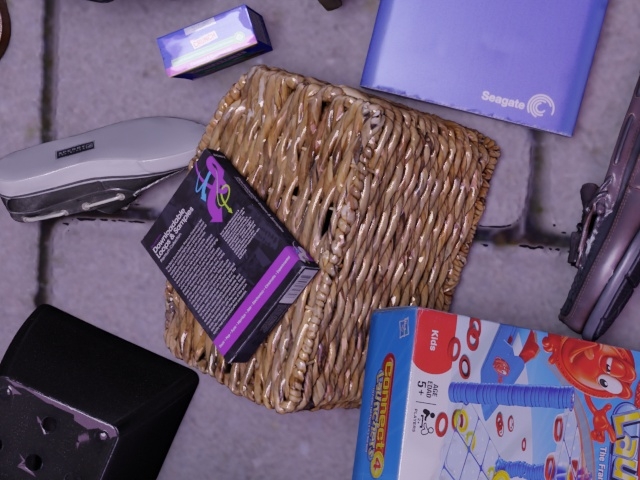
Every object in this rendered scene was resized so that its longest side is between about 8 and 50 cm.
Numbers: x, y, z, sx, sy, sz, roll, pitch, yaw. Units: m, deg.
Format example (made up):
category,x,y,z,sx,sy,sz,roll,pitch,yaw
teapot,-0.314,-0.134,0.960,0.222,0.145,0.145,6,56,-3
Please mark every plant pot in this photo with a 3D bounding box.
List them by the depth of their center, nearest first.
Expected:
category,x,y,z,sx,sy,sz,roll,pitch,yaw
plant pot,-0.251,0.192,1.103,0.187,0.167,0.188,24,97,2

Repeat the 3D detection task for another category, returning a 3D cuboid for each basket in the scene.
category,x,y,z,sx,sy,sz,roll,pitch,yaw
basket,0.000,0.000,1.097,0.213,0.223,0.299,22,99,37

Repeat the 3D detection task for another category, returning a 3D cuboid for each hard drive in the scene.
category,x,y,z,sx,sy,sz,roll,pitch,yaw
hard drive,0.177,-0.278,1.076,0.210,0.040,0.318,14,97,4

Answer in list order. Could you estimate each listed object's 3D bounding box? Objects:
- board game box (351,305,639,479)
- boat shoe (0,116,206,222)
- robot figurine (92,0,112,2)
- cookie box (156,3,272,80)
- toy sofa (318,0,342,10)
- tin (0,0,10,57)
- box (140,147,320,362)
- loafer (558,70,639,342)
category,x,y,z,sx,sy,sz,roll,pitch,yaw
board game box,0.177,0.234,1.000,0.302,0.086,0.308,12,78,-23
boat shoe,-0.212,-0.068,1.126,0.219,0.077,0.070,-10,129,3
robot figurine,-0.195,-0.320,1.040,0.278,0.209,0.173,11,110,4
cookie box,-0.099,-0.187,1.078,0.092,0.107,0.040,-19,94,7
toy sofa,0.128,-0.349,0.977,0.363,0.150,0.177,-20,94,7
tin,-0.375,-0.257,1.135,0.106,0.040,0.189,-11,95,11
box,-0.084,0.012,1.002,0.116,0.029,0.162,-52,60,20
loafer,0.294,-0.053,1.069,0.095,0.109,0.302,29,92,21
